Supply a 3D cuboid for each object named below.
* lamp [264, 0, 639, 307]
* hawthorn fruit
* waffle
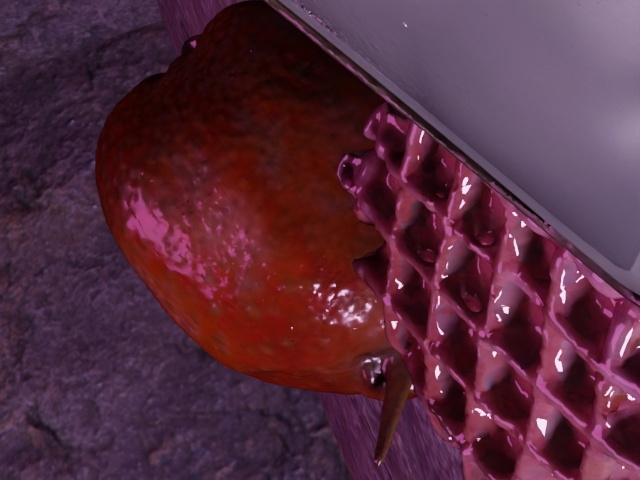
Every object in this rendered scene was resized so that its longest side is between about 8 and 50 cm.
[{"bbox_3d":[0.038,-0.099,0.594,0.266,0.047,0.269,42,168,12],"label":"lamp"},{"bbox_3d":[0.000,0.000,1.055,0.262,0.210,0.210,62,172,17],"label":"hawthorn fruit"},{"bbox_3d":[0.088,0.033,0.804,0.221,0.055,0.234,-17,95,63],"label":"waffle"}]
